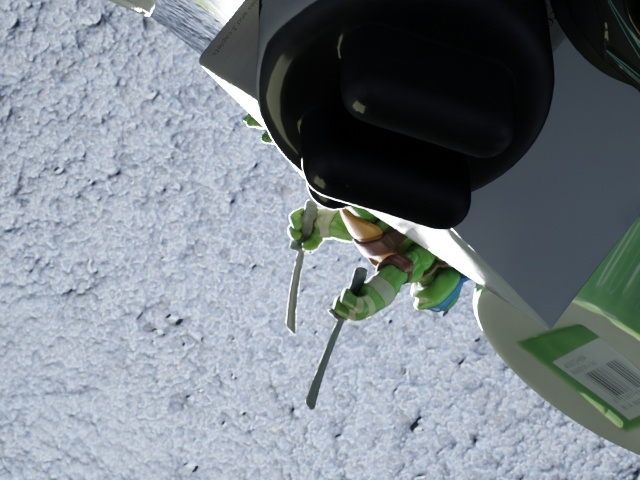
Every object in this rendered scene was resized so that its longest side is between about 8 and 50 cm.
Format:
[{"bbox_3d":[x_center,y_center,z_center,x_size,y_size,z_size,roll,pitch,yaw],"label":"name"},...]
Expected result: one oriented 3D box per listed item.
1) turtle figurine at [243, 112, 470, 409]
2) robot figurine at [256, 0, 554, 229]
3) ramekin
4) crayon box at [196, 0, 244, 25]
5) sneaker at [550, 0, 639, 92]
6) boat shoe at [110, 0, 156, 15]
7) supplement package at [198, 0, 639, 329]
[{"bbox_3d":[0.000,0.000,1.856,0.266,0.274,0.198,58,-152,-20],"label":"turtle figurine"},{"bbox_3d":[0.051,-0.132,1.123,0.173,0.209,0.278,53,-156,-35],"label":"robot figurine"},{"bbox_3d":[0.278,0.063,1.628,0.303,0.148,0.303,31,160,13],"label":"ramekin"},{"bbox_3d":[-0.015,-0.224,1.810,0.313,0.106,0.363,36,178,45],"label":"crayon box"},{"bbox_3d":[0.244,-0.080,1.094,0.267,0.101,0.106,38,175,-9],"label":"sneaker"},{"bbox_3d":[-0.232,-0.280,1.600,0.254,0.079,0.095,30,174,13],"label":"boat shoe"},{"bbox_3d":[0.096,-0.109,1.378,0.262,0.199,0.198,35,175,41],"label":"supplement package"}]
